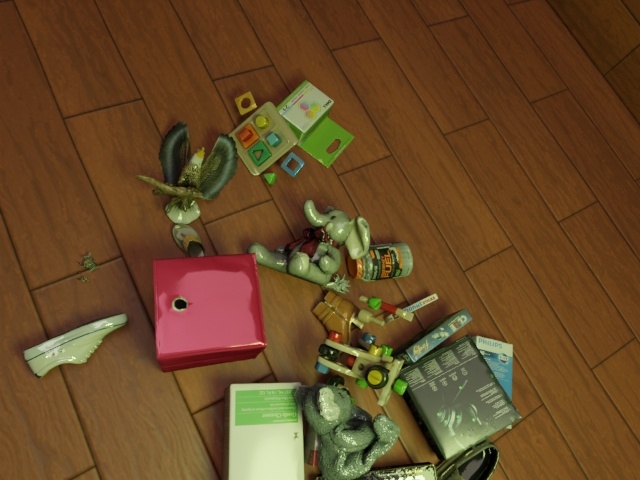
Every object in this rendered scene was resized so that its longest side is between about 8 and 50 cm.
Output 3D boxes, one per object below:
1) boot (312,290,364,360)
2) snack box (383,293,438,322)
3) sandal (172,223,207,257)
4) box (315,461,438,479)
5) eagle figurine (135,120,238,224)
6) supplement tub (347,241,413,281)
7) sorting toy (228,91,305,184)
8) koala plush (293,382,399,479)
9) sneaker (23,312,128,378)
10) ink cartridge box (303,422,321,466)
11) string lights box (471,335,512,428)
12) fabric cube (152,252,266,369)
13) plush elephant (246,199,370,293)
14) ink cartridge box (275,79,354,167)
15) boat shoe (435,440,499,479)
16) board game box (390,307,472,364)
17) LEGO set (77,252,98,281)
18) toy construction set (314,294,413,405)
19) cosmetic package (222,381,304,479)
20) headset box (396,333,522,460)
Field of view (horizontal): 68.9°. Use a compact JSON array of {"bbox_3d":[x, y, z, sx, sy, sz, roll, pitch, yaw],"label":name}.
[{"bbox_3d":[0.034,0.263,1.423,0.152,0.073,0.197,36,65,8],"label":"boot"},{"bbox_3d":[0.292,0.219,1.503,0.178,0.064,0.022,-21,78,-21],"label":"snack box"},{"bbox_3d":[-0.385,0.022,1.407,0.072,0.049,0.180,-26,78,-22],"label":"sandal"},{"bbox_3d":[0.159,0.734,1.213,0.322,0.079,0.257,-7,69,2],"label":"box"},{"bbox_3d":[-0.396,-0.220,1.449,0.226,0.225,0.298,56,22,-33],"label":"eagle figurine"},{"bbox_3d":[0.190,0.070,1.506,0.190,0.117,0.117,-7,71,-17],"label":"supplement tub"},{"bbox_3d":[-0.199,-0.343,1.554,0.196,0.047,0.347,-36,80,10],"label":"sorting toy"},{"bbox_3d":[0.035,0.444,1.142,0.203,0.196,0.221,-40,99,-25],"label":"koala plush"},{"bbox_3d":[-0.631,0.274,1.233,0.258,0.094,0.091,-23,95,-17],"label":"sneaker"},{"bbox_3d":[0.006,0.511,1.285,0.067,0.115,0.198,11,68,-12],"label":"ink cartridge box"},{"bbox_3d":[0.527,0.445,1.472,0.133,0.077,0.259,16,66,-9],"label":"string lights box"},{"bbox_3d":[-0.300,0.196,1.247,0.258,0.259,0.254,-3,69,-16],"label":"fabric cube"},{"bbox_3d":[0.000,0.000,1.404,0.330,0.272,0.255,23,82,-34],"label":"plush elephant"},{"bbox_3d":[-0.014,-0.412,1.649,0.255,0.097,0.189,37,65,2],"label":"ink cartridge box"},{"bbox_3d":[0.375,0.691,1.306,0.132,0.130,0.355,42,65,4],"label":"boat shoe"},{"bbox_3d":[0.329,0.301,1.427,0.243,0.165,0.042,-28,79,-22],"label":"board game box"},{"bbox_3d":[-0.664,0.077,1.330,0.054,0.023,0.083,28,78,-1],"label":"LEGO set"},{"bbox_3d":[0.165,0.312,1.275,0.237,0.257,0.308,17,63,36],"label":"toy construction set"},{"bbox_3d":[-0.151,0.563,1.203,0.197,0.155,0.365,2,68,-17],"label":"cosmetic package"},{"bbox_3d":[0.390,0.459,1.345,0.246,0.131,0.283,-26,66,-8],"label":"headset box"}]
